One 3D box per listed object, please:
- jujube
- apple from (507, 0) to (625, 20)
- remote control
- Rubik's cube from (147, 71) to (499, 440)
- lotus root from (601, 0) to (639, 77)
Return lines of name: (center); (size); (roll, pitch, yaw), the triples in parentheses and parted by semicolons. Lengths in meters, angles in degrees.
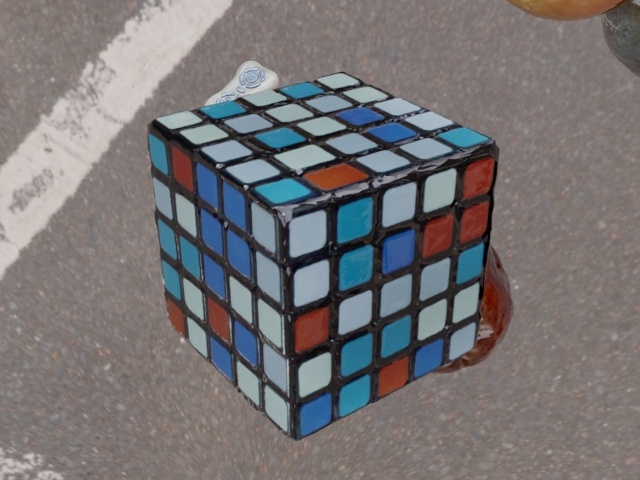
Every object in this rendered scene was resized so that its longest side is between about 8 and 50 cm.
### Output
jujube: (0.139, 0.065, 1.073); (0.183, 0.243, 0.183); (-2, 112, -5)
apple: (0.335, -0.445, 1.157); (0.275, 0.299, 0.299); (-37, 77, -10)
remote control: (-0.123, -0.228, 1.380); (0.074, 0.032, 0.122); (32, 71, 21)
Rubik's cube: (0.000, 0.000, 0.646); (0.187, 0.182, 0.184); (-19, 34, -29)
lotus root: (0.549, -0.359, 1.442); (0.175, 0.349, 0.175); (-5, 81, 29)
